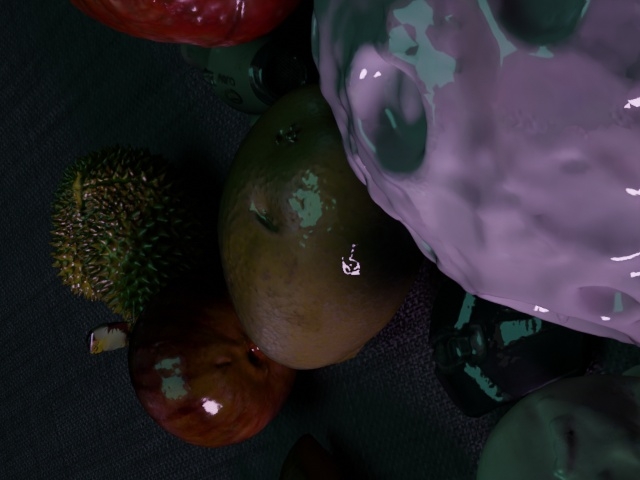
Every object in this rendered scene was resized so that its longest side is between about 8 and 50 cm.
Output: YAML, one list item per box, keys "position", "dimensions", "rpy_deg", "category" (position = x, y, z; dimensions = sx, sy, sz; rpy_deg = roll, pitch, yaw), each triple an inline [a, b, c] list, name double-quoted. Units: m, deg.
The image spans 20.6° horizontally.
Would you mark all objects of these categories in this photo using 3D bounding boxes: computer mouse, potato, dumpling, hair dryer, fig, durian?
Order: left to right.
- position: [-0.168, 0.001, 1.657]
  dimensions: [0.198, 0.146, 0.159]
  rpy_deg: [62, 148, 1]
  category: "durian"
- position: [-0.105, 0.092, 1.557]
  dimensions: [0.149, 0.148, 0.202]
  rpy_deg: [-47, 46, -2]
  category: "fig"
- position: [-0.063, -0.113, 1.537]
  dimensions: [0.219, 0.088, 0.225]
  rpy_deg: [-127, 25, -49]
  category: "hair dryer"
- position: [0.000, 0.000, 1.364]
  dimensions: [0.174, 0.159, 0.251]
  rpy_deg: [-97, 11, -47]
  category: "potato"
- position: [0.125, 0.072, 1.264]
  dimensions: [0.192, 0.062, 0.106]
  rpy_deg: [-22, 79, 57]
  category: "computer mouse"
- position: [0.175, 0.141, 1.086]
  dimensions: [0.124, 0.229, 0.151]
  rpy_deg: [46, 133, -10]
  category: "dumpling"

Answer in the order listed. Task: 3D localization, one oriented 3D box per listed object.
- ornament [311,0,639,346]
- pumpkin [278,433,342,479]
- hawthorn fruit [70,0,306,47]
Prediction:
- position: [0.160, -0.104, 0.886]
  dimensions: [0.337, 0.337, 0.337]
  rpy_deg: [22, 117, 55]
  category: "ornament"
- position: [0.046, 0.320, 1.429]
  dimensions: [0.290, 0.095, 0.258]
  rpy_deg: [16, 108, 53]
  category: "pumpkin"
- position: [-0.112, -0.271, 1.380]
  dimensions: [0.262, 0.258, 0.258]
  rpy_deg: [-99, 20, -51]
  category: "hawthorn fruit"
